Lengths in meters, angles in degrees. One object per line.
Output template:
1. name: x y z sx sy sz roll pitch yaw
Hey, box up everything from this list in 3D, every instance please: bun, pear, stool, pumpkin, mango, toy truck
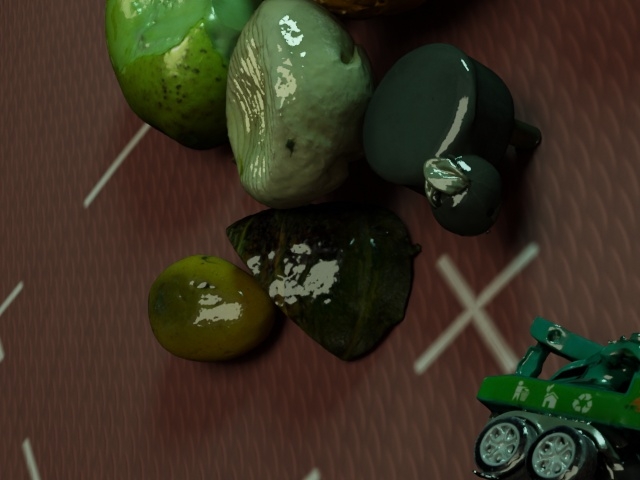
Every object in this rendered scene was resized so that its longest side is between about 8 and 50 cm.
1. bun: -0.015 -0.161 1.511 0.259 0.160 0.259 176 90 -71
2. pear: -0.192 -0.253 1.802 0.286 0.176 0.282 -25 57 39
3. stool: 0.139 -0.096 1.395 0.153 0.139 0.228 -19 60 41
4. pumpkin: -0.004 -0.003 1.530 0.163 0.111 0.278 -50 42 11
5. mango: -0.136 0.084 1.636 0.195 0.098 0.137 -2 67 41
6. toy truck: 0.283 0.171 1.095 0.363 0.176 0.178 9 66 50

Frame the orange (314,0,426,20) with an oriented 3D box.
1. orange: 0.040 -0.433 1.519 0.340 0.341 0.293 12 55 49

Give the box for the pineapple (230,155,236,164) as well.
1. pineapple: -0.069 -0.133 1.702 0.116 0.069 0.137 -50 34 25
